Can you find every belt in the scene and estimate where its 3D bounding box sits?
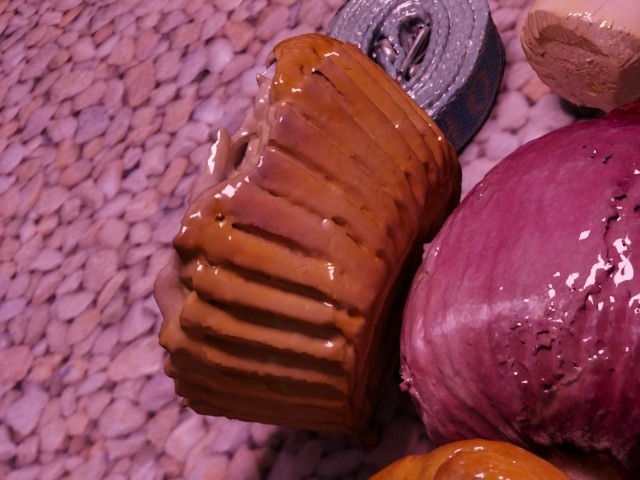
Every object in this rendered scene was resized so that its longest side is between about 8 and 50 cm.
[{"bbox_3d":[0.070,-0.132,1.185,0.163,0.082,0.147,-44,51,-12],"label":"belt"}]

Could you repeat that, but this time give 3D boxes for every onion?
[{"bbox_3d":[0.184,-0.006,0.931,0.267,0.159,0.349,1,55,34],"label":"onion"}]

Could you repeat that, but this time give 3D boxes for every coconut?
[{"bbox_3d":[0.214,-0.163,1.089,0.116,0.116,0.122,18,63,44],"label":"coconut"}]

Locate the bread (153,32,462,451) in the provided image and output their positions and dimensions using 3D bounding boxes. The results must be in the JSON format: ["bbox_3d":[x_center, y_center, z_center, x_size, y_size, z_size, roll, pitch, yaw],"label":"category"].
[{"bbox_3d":[0.000,0.000,1.004,0.149,0.274,0.274,16,61,13],"label":"bread"}]

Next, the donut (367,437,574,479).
[{"bbox_3d":[0.078,0.219,0.809,0.226,0.114,0.227,-17,60,31],"label":"donut"}]
